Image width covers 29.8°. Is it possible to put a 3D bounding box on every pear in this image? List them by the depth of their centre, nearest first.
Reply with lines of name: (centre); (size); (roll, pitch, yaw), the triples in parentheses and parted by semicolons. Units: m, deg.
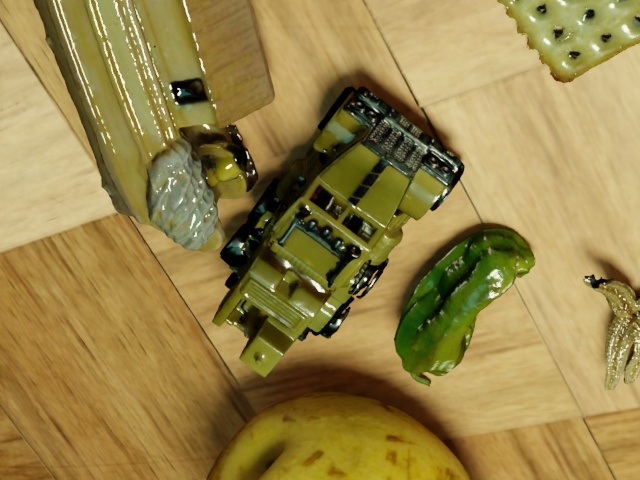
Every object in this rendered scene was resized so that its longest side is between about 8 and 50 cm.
pear: (0.022, 0.279, 1.111); (0.280, 0.281, 0.281); (12, 128, 16)

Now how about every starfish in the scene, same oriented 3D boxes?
starfish: (0.260, 0.058, 0.983); (0.130, 0.041, 0.133); (42, 124, -19)

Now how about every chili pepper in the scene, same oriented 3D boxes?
chili pepper: (0.107, 0.073, 1.043); (0.073, 0.072, 0.204); (24, 128, -9)

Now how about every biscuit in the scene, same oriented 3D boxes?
biscuit: (0.170, -0.215, 0.846); (0.144, 0.016, 0.203); (-25, 112, 36)

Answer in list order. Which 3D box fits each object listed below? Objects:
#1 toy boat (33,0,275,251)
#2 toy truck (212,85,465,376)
toy boat: (-0.139, -0.196, 0.929); (0.162, 0.136, 0.446); (-8, 119, 18)
toy truck: (0.003, -0.004, 1.006); (0.127, 0.127, 0.257); (37, 127, -2)
